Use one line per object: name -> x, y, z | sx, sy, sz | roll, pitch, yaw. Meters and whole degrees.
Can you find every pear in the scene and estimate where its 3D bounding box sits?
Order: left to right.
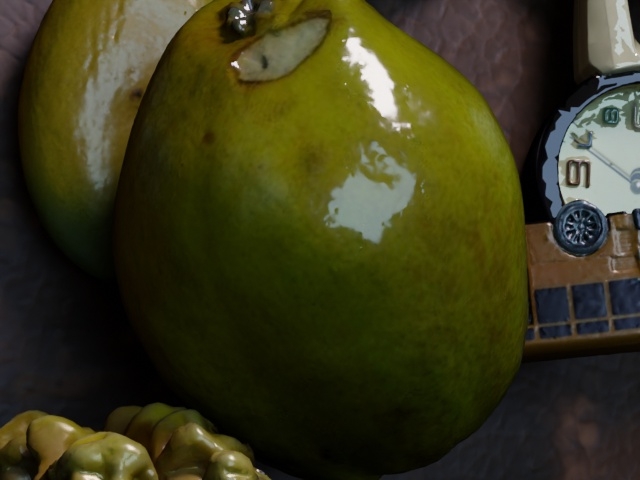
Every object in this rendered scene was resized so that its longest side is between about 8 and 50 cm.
pear -> 0.000, 0.000, 1.206 | 0.269, 0.269, 0.321 | -30, 106, -27

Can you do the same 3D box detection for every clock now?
clock -> 0.289, -0.136, 1.471 | 0.276, 0.120, 0.379 | 7, 84, -2

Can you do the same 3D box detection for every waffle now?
waffle -> -0.108, 0.259, 1.150 | 0.151, 0.261, 0.324 | -2, 85, -24

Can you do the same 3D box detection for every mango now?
mango -> -0.136, -0.098, 1.309 | 0.137, 0.091, 0.237 | 28, 69, -13

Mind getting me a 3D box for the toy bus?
toy bus -> 0.128, 0.040, 1.361 | 0.201, 0.098, 0.114 | -6, 82, 4
